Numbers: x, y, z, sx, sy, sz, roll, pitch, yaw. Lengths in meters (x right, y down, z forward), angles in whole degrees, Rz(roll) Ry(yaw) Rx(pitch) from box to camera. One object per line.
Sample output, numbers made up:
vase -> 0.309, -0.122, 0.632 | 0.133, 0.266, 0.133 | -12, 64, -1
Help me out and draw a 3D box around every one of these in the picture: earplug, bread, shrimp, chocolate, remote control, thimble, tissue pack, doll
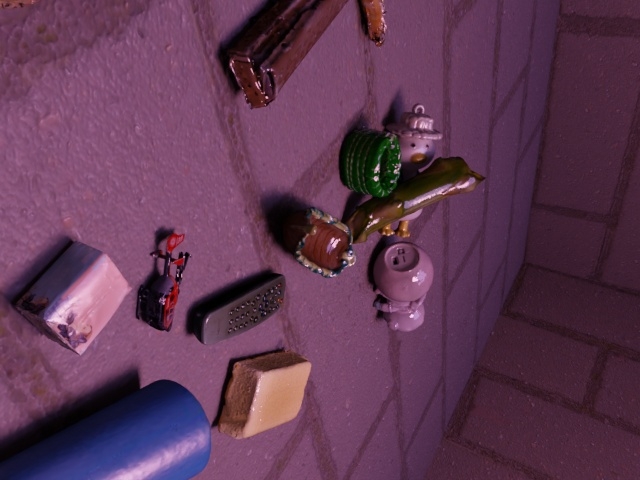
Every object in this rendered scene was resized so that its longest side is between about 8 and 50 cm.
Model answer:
earplug -> -0.264, 0.265, 0.687 | 0.273, 0.132, 0.132 | -15, 119, -56
bread -> -0.095, 0.265, 1.070 | 0.188, 0.068, 0.125 | 6, 100, -63
shrimp -> 0.100, -0.436, 1.065 | 0.124, 0.034, 0.178 | -64, 149, -30
chocolate -> -0.020, -0.316, 0.865 | 0.329, 0.065, 0.102 | -58, 150, -31
remote control -> -0.120, 0.104, 0.953 | 0.222, 0.042, 0.072 | -21, 124, -59
thimble -> 0.098, -0.149, 1.167 | 0.118, 0.090, 0.130 | -34, 134, -50
tissue pack -> -0.256, 0.058, 0.641 | 0.094, 0.059, 0.074 | -57, 148, -30
doll -> 0.205, 0.128, 1.494 | 0.151, 0.151, 0.287 | -55, 152, -31
doll -> 0.185, -0.147, 1.309 | 0.119, 0.138, 0.293 | -114, -149, -66

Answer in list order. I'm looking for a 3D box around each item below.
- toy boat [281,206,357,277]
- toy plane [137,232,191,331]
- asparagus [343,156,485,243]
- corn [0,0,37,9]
toy boat -> -0.011, -0.004, 1.044 | 0.108, 0.099, 0.293 | -70, 161, -5
toy plane -> -0.198, 0.060, 0.781 | 0.060, 0.037, 0.145 | -21, 125, -63
asparagus -> 0.178, -0.085, 1.231 | 0.343, 0.082, 0.085 | -24, 142, -10
corn -> -0.288, -0.256, 0.353 | 0.097, 0.097, 0.320 | -66, 155, -12
